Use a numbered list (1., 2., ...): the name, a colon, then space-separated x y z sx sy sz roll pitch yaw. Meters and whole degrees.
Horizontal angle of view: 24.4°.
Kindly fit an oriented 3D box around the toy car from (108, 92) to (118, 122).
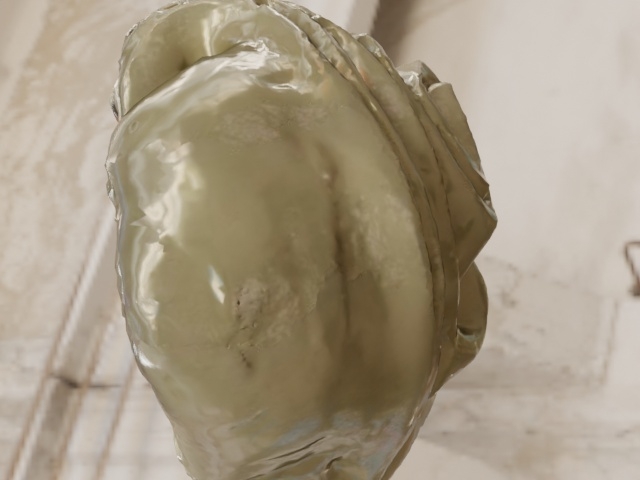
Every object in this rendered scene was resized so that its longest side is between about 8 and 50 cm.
1. toy car: -0.104 -0.085 1.247 0.112 0.139 0.112 -50 -26 -32

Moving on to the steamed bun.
1. steamed bun: 0.001 0.007 0.928 0.310 0.219 0.324 -97 -7 -46
